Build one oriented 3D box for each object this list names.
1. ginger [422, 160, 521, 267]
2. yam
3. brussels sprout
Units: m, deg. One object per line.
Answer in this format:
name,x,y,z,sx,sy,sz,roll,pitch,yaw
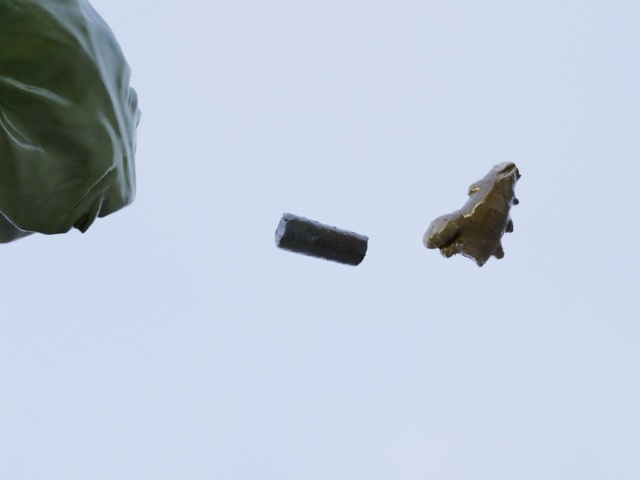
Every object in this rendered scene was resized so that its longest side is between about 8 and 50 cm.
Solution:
ginger,0.271,-0.036,1.328,0.205,0.115,0.081,-45,-28,-3
yam,0.000,0.000,1.099,0.132,0.054,0.054,15,-68,-23
brussels sprout,-0.464,-0.197,1.072,0.426,0.342,0.361,-4,-60,-4
